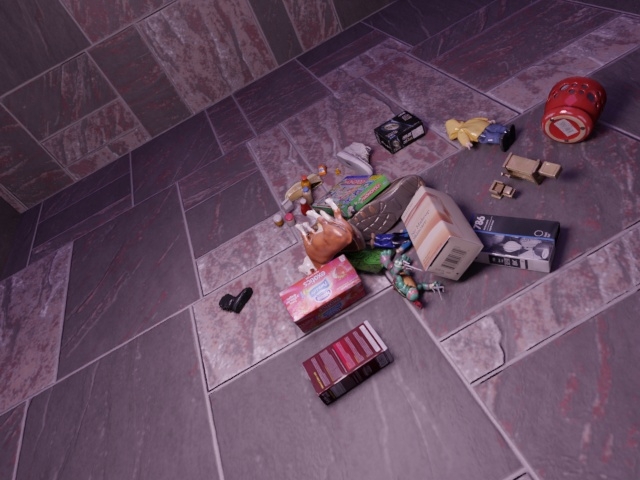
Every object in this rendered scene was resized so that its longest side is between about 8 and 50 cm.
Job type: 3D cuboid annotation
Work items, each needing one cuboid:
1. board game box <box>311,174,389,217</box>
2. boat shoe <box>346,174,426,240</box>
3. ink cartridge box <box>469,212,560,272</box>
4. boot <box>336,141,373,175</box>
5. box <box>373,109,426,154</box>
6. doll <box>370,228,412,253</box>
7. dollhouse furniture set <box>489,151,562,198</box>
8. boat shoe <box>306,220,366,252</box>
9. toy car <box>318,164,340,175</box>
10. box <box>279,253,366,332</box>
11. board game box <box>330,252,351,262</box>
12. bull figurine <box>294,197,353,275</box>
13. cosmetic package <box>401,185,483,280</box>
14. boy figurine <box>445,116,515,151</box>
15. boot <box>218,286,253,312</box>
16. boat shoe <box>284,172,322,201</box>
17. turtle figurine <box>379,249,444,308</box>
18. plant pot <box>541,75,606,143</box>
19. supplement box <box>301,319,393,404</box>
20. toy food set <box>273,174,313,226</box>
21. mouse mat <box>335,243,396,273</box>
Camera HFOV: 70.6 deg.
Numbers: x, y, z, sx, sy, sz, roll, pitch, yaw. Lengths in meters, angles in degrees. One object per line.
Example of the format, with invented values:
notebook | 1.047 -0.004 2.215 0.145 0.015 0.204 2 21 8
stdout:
board game box | 0.110 -0.180 1.799 0.213 0.046 0.317 -41 20 -13
boat shoe | 0.238 -0.122 1.721 0.355 0.132 0.130 -34 16 1
ink cartridge box | 0.568 -0.001 1.443 0.332 0.065 0.165 7 53 35
boot | 0.180 -0.371 1.999 0.123 0.095 0.258 -42 42 -5
box | 0.356 -0.489 2.036 0.180 0.078 0.147 -31 41 -2
doll | 0.277 -0.001 1.614 0.188 0.046 0.129 -5 37 16
dollhouse furniture set | 0.712 -0.191 1.558 0.182 0.101 0.161 32 93 44
boat shoe | 0.046 0.002 1.654 0.116 0.123 0.324 -35 21 -22
toy car | 0.040 -0.333 2.082 0.121 0.041 0.060 0 49 29
box | 0.011 0.179 1.503 0.256 0.128 0.123 -31 59 -3
board game box | 0.036 0.100 1.660 0.168 0.033 0.133 -9 41 13
bull figurine | 0.000 0.000 1.531 0.101 0.188 0.310 -27 -10 -42
cosmetic package | 0.382 -0.031 1.461 0.296 0.129 0.153 -100 31 -54
boy figurine | 0.623 -0.429 1.819 0.285 0.092 0.177 21 61 42
boot | -0.327 0.222 1.730 0.099 0.045 0.121 7 53 38
boat shoe | -0.074 -0.230 2.030 0.190 0.068 0.072 -39 58 -10
turtle figurine | 0.276 0.119 1.426 0.118 0.175 0.234 -49 30 12
plant pot | 0.901 -0.459 1.627 0.191 0.191 0.174 16 65 39
supplement box | 0.079 0.360 1.342 0.239 0.073 0.130 -32 40 -5
toy food set | -0.107 -0.159 1.917 0.111 0.105 0.232 39 75 23
mouse mat | 0.159 0.058 1.618 0.189 0.007 0.152 12 39 34
